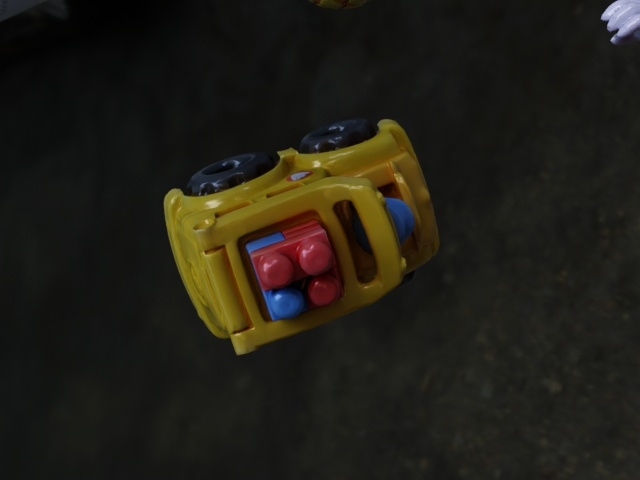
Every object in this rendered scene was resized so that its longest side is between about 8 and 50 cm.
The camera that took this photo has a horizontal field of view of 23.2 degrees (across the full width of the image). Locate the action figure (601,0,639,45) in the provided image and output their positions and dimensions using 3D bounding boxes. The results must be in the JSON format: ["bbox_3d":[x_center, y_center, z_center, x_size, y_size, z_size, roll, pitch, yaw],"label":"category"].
[{"bbox_3d":[0.363,-0.109,1.060,0.276,0.248,0.370,-31,64,8],"label":"action figure"}]

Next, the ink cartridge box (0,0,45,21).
[{"bbox_3d":[-0.231,-0.293,1.041,0.308,0.385,0.091,37,133,19],"label":"ink cartridge box"}]

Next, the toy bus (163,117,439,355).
[{"bbox_3d":[0.000,0.000,1.241,0.211,0.220,0.149,-143,33,-76],"label":"toy bus"}]

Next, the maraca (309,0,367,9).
[{"bbox_3d":[0.009,-0.340,1.973,0.186,0.127,0.099,-9,71,17],"label":"maraca"}]
